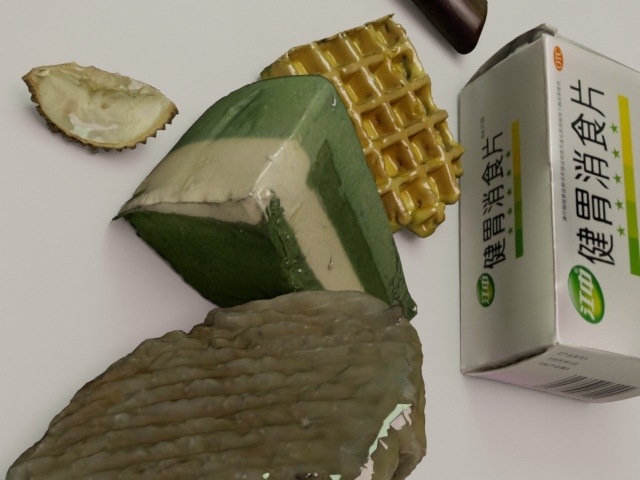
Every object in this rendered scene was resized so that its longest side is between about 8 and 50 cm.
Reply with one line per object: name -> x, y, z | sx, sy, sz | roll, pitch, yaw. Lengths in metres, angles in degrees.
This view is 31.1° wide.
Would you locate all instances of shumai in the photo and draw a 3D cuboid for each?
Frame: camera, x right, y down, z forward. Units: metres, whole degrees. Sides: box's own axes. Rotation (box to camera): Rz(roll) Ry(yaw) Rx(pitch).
shumai -> -0.051, 0.212, 0.854 | 0.314, 0.267, 0.262 | -17, 121, -3

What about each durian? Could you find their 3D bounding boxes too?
durian -> -0.181, -0.106, 0.938 | 0.130, 0.066, 0.052 | 11, 66, -19

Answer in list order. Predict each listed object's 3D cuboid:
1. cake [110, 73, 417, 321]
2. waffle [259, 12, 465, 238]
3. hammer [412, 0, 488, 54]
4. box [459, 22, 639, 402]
cake -> 0.003, 0.004, 0.951 | 0.283, 0.172, 0.158 | 44, 57, -14
waffle -> 0.054, -0.097, 1.090 | 0.160, 0.055, 0.211 | -26, 88, -37
hammer -> 0.033, -0.356, 1.157 | 0.409, 0.095, 0.242 | 42, 55, -15
box -> 0.245, -0.023, 1.127 | 0.173, 0.145, 0.333 | 15, 66, -29
